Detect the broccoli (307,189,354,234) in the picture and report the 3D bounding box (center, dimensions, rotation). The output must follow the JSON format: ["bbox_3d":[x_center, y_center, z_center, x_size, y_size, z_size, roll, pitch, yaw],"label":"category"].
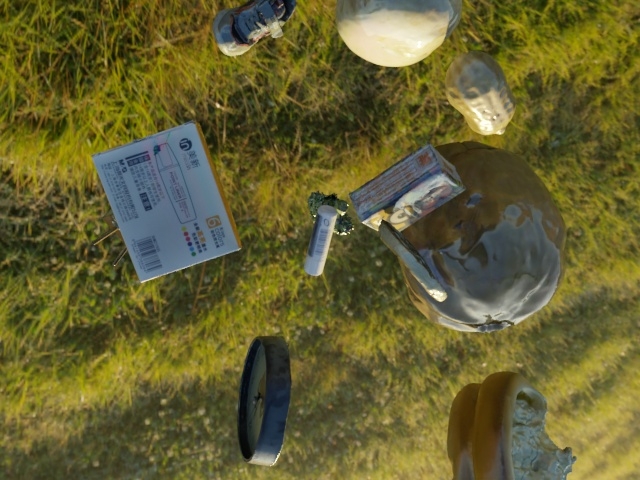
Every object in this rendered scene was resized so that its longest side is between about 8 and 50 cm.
[{"bbox_3d":[0.024,-0.057,1.285,0.095,0.092,0.097,-9,90,-31],"label":"broccoli"}]

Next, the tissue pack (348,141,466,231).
[{"bbox_3d":[0.133,-0.075,0.951,0.148,0.060,0.108,-33,152,22],"label":"tissue pack"}]

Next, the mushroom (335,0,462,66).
[{"bbox_3d":[0.234,-0.653,1.753,0.353,0.325,0.353,-44,159,-22],"label":"mushroom"}]

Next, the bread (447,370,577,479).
[{"bbox_3d":[0.459,0.548,1.539,0.328,0.425,0.245,19,148,-27],"label":"bread"}]

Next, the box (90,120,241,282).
[{"bbox_3d":[-0.299,-0.079,1.237,0.220,0.091,0.274,-17,102,-4],"label":"box"}]

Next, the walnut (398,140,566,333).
[{"bbox_3d":[0.311,0.000,1.249,0.383,0.384,0.384,-12,133,-13],"label":"walnut"}]

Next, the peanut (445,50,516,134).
[{"bbox_3d":[0.485,-0.434,1.882,0.169,0.192,0.387,-46,146,7],"label":"peanut"}]

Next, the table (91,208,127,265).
[{"bbox_3d":[-0.416,-0.015,1.403,0.240,0.111,0.122,-11,124,48],"label":"table"}]

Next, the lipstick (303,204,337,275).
[{"bbox_3d":[0.000,0.000,1.199,0.040,0.040,0.141,0,122,-22],"label":"lipstick"}]

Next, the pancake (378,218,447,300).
[{"bbox_3d":[0.133,0.029,0.892,0.025,0.152,0.151,-42,132,8],"label":"pancake"}]

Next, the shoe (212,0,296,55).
[{"bbox_3d":[-0.123,-0.473,1.328,0.228,0.125,0.099,-51,132,-31],"label":"shoe"}]

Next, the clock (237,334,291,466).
[{"bbox_3d":[-0.147,0.402,1.583,0.067,0.325,0.325,9,126,-17],"label":"clock"}]
